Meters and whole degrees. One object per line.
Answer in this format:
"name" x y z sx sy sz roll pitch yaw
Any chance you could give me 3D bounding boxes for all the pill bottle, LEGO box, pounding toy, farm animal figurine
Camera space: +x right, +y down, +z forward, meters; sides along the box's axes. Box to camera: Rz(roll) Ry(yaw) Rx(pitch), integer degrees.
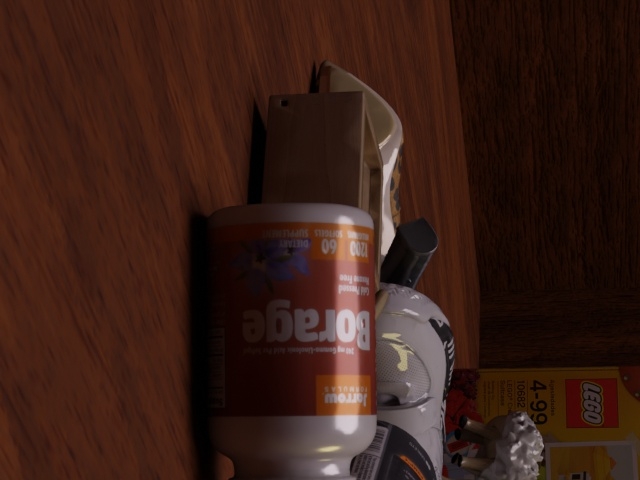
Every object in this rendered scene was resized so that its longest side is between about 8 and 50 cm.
"pill bottle" -0.020 0.086 1.170 0.121 0.121 0.216 32 57 -80
"LEGO box" 0.265 0.429 2.140 0.193 0.372 0.500 67 22 -66
"pounding toy" 0.001 0.009 1.409 0.181 0.094 0.206 70 21 -62
"pill bottle" 0.027 0.252 1.417 0.246 0.130 0.130 -59 146 -73
"farm animal figurine" 0.174 0.396 1.823 0.330 0.172 0.327 117 -14 -46

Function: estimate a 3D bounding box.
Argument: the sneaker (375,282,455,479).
"sneaker" 0.067 0.216 1.654 0.366 0.137 0.210 83 7 -49

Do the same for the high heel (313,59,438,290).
"high heel" 0.030 -0.038 1.701 0.186 0.093 0.261 113 -40 -53
